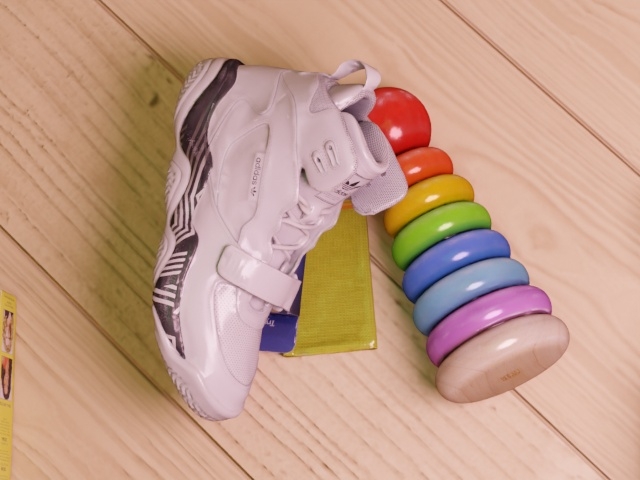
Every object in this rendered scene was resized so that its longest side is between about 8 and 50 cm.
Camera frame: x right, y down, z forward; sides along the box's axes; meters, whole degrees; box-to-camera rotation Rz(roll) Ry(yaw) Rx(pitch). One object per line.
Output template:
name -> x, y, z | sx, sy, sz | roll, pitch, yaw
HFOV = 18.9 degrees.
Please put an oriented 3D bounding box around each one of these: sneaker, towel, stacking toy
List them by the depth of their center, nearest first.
sneaker -> -0.039, -0.009, 1.862 | 0.210, 0.137, 0.365 | -4, 76, 28
stacking toy -> 0.120, -0.009, 1.927 | 0.141, 0.141, 0.330 | -26, 69, 4
towel -> 0.000, 0.000, 1.989 | 0.102, 0.021, 0.237 | -7, 78, 9

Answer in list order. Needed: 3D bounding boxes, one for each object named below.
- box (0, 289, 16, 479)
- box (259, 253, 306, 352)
box -> -0.367, 0.169, 2.001 | 0.087, 0.058, 0.232 | -3, 79, 9
box -> -0.080, -0.001, 1.980 | 0.136, 0.036, 0.225 | 3, 83, 21
